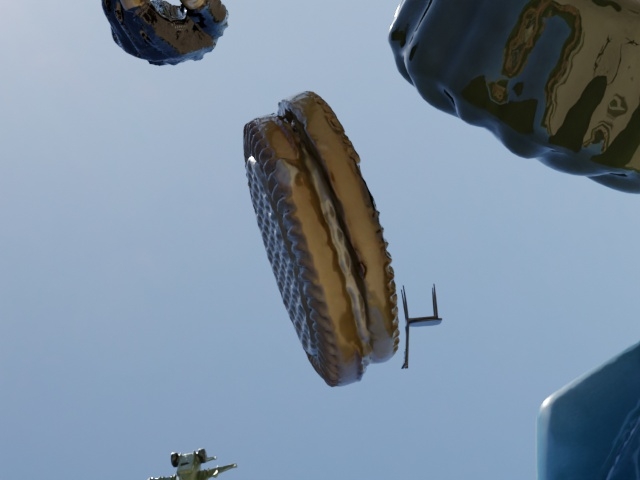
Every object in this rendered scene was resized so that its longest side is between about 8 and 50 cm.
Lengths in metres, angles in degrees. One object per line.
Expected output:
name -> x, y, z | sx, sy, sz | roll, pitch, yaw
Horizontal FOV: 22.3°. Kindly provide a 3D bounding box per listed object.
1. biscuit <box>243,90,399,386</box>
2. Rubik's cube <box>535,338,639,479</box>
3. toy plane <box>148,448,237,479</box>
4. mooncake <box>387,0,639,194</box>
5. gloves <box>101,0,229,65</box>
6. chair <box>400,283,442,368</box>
biscuit -> 0.000, 0.000, 1.366 | 0.259, 0.079, 0.259 | 163, 90, -83
Rubik's cube -> 0.405, 0.267, 1.342 | 0.347, 0.352, 0.351 | 47, -157, -29
toy plane -> -0.114, 0.203, 1.409 | 0.083, 0.080, 0.033 | -72, -28, -76
mooncake -> 0.248, -0.178, 1.586 | 0.351, 0.187, 0.351 | 24, -165, -7
gloves -> -0.182, -0.243, 1.708 | 0.129, 0.106, 0.180 | 33, -173, 24
chair -> 0.102, 0.087, 1.634 | 0.037, 0.042, 0.086 | 84, -173, -79
